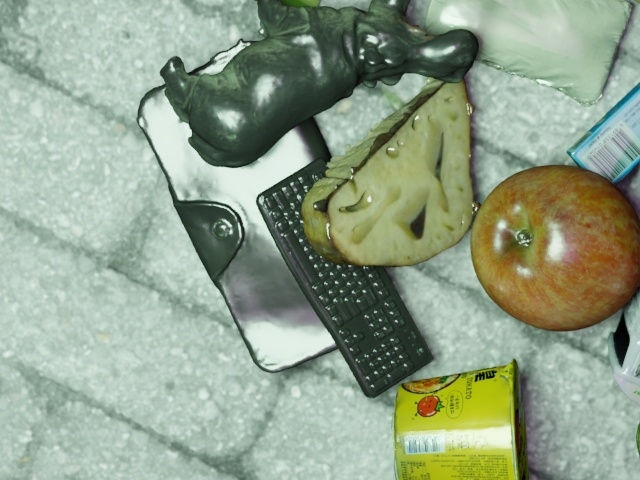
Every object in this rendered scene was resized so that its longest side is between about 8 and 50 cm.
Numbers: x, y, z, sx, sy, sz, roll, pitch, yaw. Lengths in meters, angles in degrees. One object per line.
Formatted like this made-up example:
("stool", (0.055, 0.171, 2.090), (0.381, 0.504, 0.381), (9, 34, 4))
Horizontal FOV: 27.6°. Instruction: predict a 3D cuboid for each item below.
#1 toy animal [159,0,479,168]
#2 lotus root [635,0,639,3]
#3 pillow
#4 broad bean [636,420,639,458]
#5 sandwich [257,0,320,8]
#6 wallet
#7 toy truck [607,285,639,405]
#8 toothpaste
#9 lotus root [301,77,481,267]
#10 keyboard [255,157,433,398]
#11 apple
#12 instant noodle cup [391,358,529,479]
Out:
("toy animal", (-0.006, -0.204, 1.446), (0.343, 0.106, 0.168), (-22, 78, -2))
("lotus root", (0.332, -0.358, 1.459), (0.258, 0.097, 0.110), (41, 94, -7))
("pillow", (0.235, -0.248, 1.498), (0.229, 0.051, 0.128), (20, 101, -2))
("broad bean", (0.425, 0.292, 1.560), (0.070, 0.048, 0.213), (-12, 94, 5))
("sandwich", (-0.057, -0.311, 1.524), (0.116, 0.074, 0.074), (26, 98, -33))
("wallet", (-0.065, -0.041, 1.538), (0.197, 0.051, 0.377), (-24, 94, 3))
("toy truck", (0.505, 0.155, 1.482), (0.364, 0.176, 0.178), (26, 110, -2))
("toothpaste", (0.402, -0.169, 1.500), (0.267, 0.050, 0.065), (-44, 93, 7))
("lotus root", (0.097, -0.061, 1.480), (0.261, 0.074, 0.170), (-38, 102, -23))
("keyboard", (0.002, -0.001, 1.495), (0.103, 0.041, 0.381), (-32, 93, -12))
("apple", (0.262, 0.007, 1.453), (0.188, 0.174, 0.188), (-9, 76, 38))
("instant noodle cup", (0.161, 0.230, 1.507), (0.144, 0.182, 0.182), (-4, 97, 12))
